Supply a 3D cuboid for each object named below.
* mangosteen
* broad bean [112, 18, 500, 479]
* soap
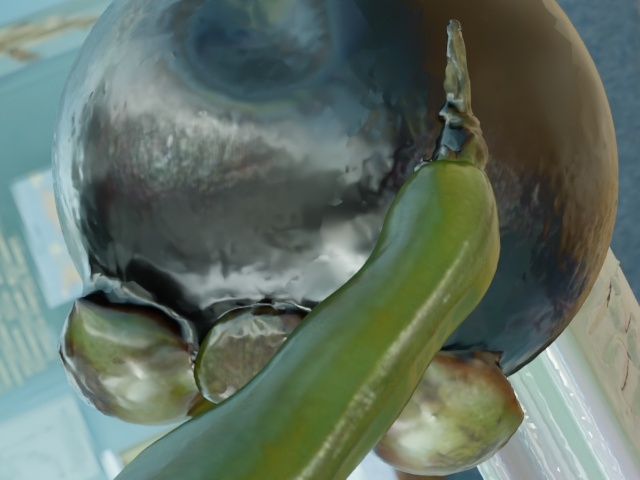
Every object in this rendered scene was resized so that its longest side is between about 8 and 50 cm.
[{"bbox_3d":[0.000,0.000,0.840,0.275,0.275,0.302,145,136,-68],"label":"mangosteen"},{"bbox_3d":[-0.008,0.056,0.603,0.075,0.325,0.067,24,146,26],"label":"broad bean"},{"bbox_3d":[0.172,0.095,1.273,0.115,0.208,0.347,-23,102,25],"label":"soap"}]
